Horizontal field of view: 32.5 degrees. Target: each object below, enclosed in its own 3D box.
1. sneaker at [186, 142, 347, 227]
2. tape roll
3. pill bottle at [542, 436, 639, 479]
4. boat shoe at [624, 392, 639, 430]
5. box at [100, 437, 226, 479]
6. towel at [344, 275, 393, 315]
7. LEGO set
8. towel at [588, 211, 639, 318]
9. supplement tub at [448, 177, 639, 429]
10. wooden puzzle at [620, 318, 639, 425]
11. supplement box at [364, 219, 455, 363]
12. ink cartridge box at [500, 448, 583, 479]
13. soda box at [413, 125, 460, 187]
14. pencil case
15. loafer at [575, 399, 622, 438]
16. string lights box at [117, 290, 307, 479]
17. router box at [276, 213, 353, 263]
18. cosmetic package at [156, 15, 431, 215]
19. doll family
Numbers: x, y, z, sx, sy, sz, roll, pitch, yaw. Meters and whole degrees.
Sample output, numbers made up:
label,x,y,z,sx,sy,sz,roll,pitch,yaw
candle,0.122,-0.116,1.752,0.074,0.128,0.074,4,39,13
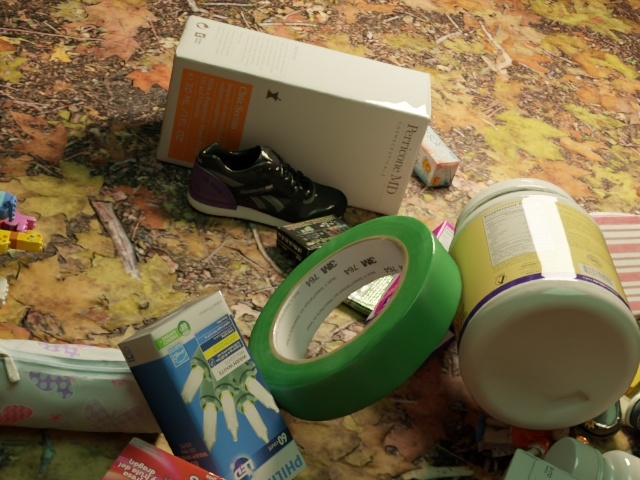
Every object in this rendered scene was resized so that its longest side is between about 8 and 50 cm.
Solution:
label,x,y,z,sx,sy,sz,roll,pitch,yaw
sneaker,-0.081,-0.097,1.894,0.283,0.124,0.107,6,39,-15
tape roll,0.044,0.104,1.544,0.077,0.321,0.321,50,27,-26
pill bottle,0.407,0.354,1.459,0.229,0.131,0.131,27,36,-9
boat shoe,0.589,0.277,1.703,0.254,0.095,0.079,8,25,-26
box,-0.144,0.358,1.280,0.257,0.128,0.122,24,37,8
towel,0.075,0.082,1.815,0.152,0.023,0.113,27,36,17
LEGO set,-0.463,0.001,1.651,0.093,0.087,0.227,8,39,-10
towel,0.529,0.044,1.921,0.144,0.029,0.197,-1,70,-31
supplement tub,0.303,0.078,1.559,0.241,0.241,0.331,12,31,-6
wooden puzzle,0.477,0.182,1.818,0.221,0.044,0.239,36,41,24
supplement box,0.175,0.084,1.746,0.114,0.111,0.220,43,37,-4
ink cartridge box,0.257,0.379,1.367,0.127,0.176,0.128,25,38,11
soda box,0.199,-0.182,2.163,0.058,0.063,0.183,-7,43,-29
pencil case,-0.318,0.187,1.438,0.273,0.124,0.113,7,37,-14
loafer,0.393,0.179,1.714,0.096,0.084,0.267,-16,57,-6
string lights box,-0.135,0.212,1.395,0.133,0.077,0.259,-32,99,-45
router box,0.000,0.000,1.856,0.122,0.038,0.092,-14,34,-34
cosmetic package,-0.048,-0.222,1.983,0.453,0.230,0.161,13,37,-4
doll family,0.322,0.255,1.615,0.163,0.118,0.263,4,35,13
